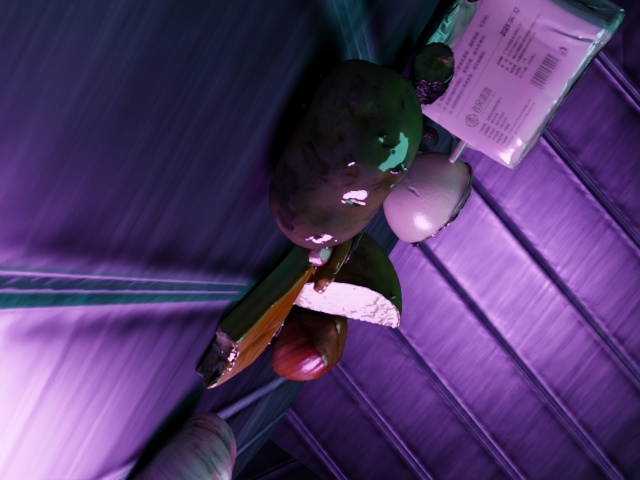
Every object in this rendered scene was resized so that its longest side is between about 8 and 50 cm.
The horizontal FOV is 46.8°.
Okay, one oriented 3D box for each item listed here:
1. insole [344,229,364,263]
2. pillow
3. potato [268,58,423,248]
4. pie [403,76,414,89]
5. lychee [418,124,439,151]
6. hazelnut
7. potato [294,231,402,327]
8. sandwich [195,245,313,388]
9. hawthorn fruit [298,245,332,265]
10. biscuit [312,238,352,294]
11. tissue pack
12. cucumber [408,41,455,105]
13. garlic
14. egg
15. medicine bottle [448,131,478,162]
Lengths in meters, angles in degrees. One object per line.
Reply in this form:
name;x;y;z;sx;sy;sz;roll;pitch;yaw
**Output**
insole;0.111;-0.112;1.482;0.119;0.009;0.348;144;-31;-77
pillow;0.234;-0.380;1.326;0.131;0.038;0.232;-57;170;26
potato;0.028;-0.102;0.914;0.165;0.165;0.262;-45;173;-49
pie;0.070;-0.161;1.207;0.274;0.055;0.274;-53;171;-13
lychee;0.268;-0.260;1.882;0.083;0.068;0.067;79;5;-74
hazelnut;-0.035;0.258;1.875;0.212;0.180;0.181;-45;138;-54
potato;0.065;0.046;1.678;0.255;0.269;0.112;-87;-163;-47
sandwich;-0.112;0.136;1.299;0.245;0.063;0.212;-59;169;15
hawthorn fruit;0.000;0.000;1.395;0.103;0.066;0.067;-59;171;13
biscuit;0.030;0.017;1.487;0.166;0.036;0.225;-58;-170;21
tissue pack;0.397;-0.368;1.505;0.194;0.266;0.356;-45;167;-48
cucumber;0.188;-0.280;1.290;0.072;0.072;0.300;-56;178;4
garlic;-0.224;0.486;1.401;0.245;0.253;0.245;-45;172;-9
egg;0.250;-0.138;1.924;0.264;0.174;0.286;-51;-165;10
medicine bottle;0.432;-0.369;1.777;0.406;0.235;0.235;-59;171;17
